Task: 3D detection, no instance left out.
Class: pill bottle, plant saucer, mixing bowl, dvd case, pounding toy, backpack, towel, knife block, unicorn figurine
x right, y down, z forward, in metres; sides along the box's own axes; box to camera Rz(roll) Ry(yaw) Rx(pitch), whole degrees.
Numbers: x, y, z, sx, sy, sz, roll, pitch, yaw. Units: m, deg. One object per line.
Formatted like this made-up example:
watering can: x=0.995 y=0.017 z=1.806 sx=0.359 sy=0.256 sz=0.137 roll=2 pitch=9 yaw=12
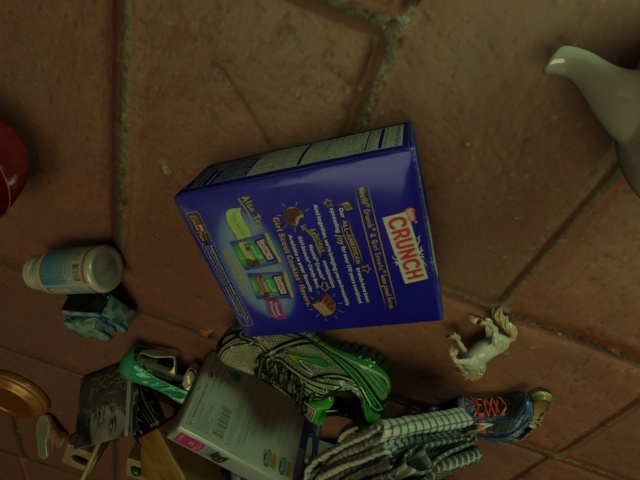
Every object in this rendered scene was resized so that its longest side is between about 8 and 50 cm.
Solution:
pill bottle: x=-0.456 y=0.055 z=0.743 sx=0.159 sy=0.087 sz=0.087 roll=-3 pitch=124 yaw=14
plant saucer: x=-0.864 y=0.439 z=1.131 sx=0.199 sy=0.037 sz=0.200 roll=5 pitch=125 yaw=8
mixing bowl: x=-0.529 y=-0.130 z=0.621 sx=0.181 sy=0.098 sz=0.182 roll=5 pitch=125 yaw=7
dvd case: x=-0.503 y=0.384 z=0.949 sx=0.221 sy=0.165 sz=0.018 roll=-23 pitch=150 yaw=25
pounding toy: x=-0.453 y=0.587 z=1.084 sx=0.100 sy=0.141 sz=0.130 roll=20 pitch=126 yaw=-3
backpack: x=-0.436 y=0.151 z=0.798 sx=0.104 sy=0.084 sz=0.114 roll=-1 pitch=150 yaw=19
towel: x=0.135 y=0.421 z=0.748 sx=0.234 sy=0.122 sz=0.284 roll=10 pitch=137 yaw=-36
knife block: x=-0.337 y=0.455 z=0.933 sx=0.275 sy=0.088 sz=0.243 roll=16 pitch=109 yaw=27
unicorn figurine: x=0.271 y=0.192 z=0.703 sx=0.111 sy=0.060 sz=0.162 roll=40 pitch=123 yaw=-16
pounding toy: x=-0.593 y=0.509 z=1.033 sx=0.094 sy=0.181 sz=0.206 roll=29 pitch=125 yaw=-9

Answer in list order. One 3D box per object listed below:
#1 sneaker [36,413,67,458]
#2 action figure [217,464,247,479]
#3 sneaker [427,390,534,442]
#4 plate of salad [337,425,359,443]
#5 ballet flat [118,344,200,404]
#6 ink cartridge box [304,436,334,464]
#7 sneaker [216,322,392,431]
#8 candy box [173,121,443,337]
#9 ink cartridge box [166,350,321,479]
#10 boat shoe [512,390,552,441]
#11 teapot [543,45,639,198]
sneaker: x=-0.803 y=0.572 z=1.211 sx=0.050 sy=0.070 sz=0.135 roll=6 pitch=97 yaw=18
action figure: x=-0.201 y=0.635 z=1.046 sx=0.329 sy=0.179 sz=0.341 roll=-23 pitch=119 yaw=28
sneaker: x=0.308 y=0.345 z=0.794 sx=0.221 sy=0.083 sz=0.087 roll=-35 pitch=107 yaw=27
plate of salad: x=0.138 y=0.505 z=0.960 sx=0.199 sy=0.048 sz=0.200 roll=6 pitch=126 yaw=8
ballet flat: x=-0.320 y=0.300 z=0.895 sx=0.247 sy=0.083 sz=0.087 roll=25 pitch=112 yaw=-8
ink cartridge box: x=0.003 y=0.563 z=0.993 sx=0.092 sy=0.090 sz=0.143 roll=5 pitch=126 yaw=24
sneaker: x=-0.031 y=0.246 z=0.753 sx=0.342 sy=0.146 sz=0.134 roll=16 pitch=127 yaw=1
candy box: x=0.000 y=0.000 z=0.588 sx=0.316 sy=0.122 sz=0.269 roll=-7 pitch=122 yaw=18
ink cartridge box: x=-0.142 y=0.391 z=0.852 sx=0.311 sy=0.186 sz=0.065 roll=34 pitch=122 yaw=-13
boat shoe: x=0.413 y=0.347 z=0.792 sx=0.050 sy=0.045 sz=0.136 roll=13 pitch=126 yaw=2
teapot: x=0.404 y=-0.150 z=0.369 sx=0.255 sy=0.187 sz=0.252 roll=13 pitch=151 yaw=-30
